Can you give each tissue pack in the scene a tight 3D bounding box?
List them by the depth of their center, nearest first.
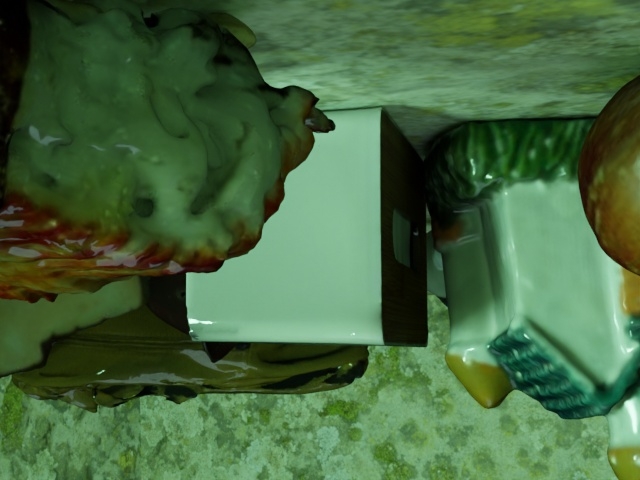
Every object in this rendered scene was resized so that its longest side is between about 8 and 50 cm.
[{"bbox_3d":[0.000,0.002,0.870,0.136,0.159,0.246,-1,175,13],"label":"tissue pack"}]

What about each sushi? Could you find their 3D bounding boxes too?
[{"bbox_3d":[-0.145,-0.053,0.441,0.332,0.129,0.124,18,164,-40],"label":"sushi"}]

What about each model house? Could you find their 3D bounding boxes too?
[{"bbox_3d":[0.220,0.058,0.878,0.272,0.300,0.190,-1,167,-7],"label":"model house"},{"bbox_3d":[-0.250,0.004,0.922,0.183,0.166,0.172,-15,-165,-22],"label":"model house"}]

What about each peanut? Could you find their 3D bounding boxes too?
[{"bbox_3d":[-0.065,-0.090,0.564,0.083,0.037,0.037,-14,168,34],"label":"peanut"}]

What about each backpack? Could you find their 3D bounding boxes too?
[{"bbox_3d":[-0.133,0.069,1.200,0.378,0.201,0.354,-7,179,-37],"label":"backpack"}]

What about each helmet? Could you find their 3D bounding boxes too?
[{"bbox_3d":[-0.110,0.016,0.987,0.106,0.175,0.155,7,150,15],"label":"helmet"}]

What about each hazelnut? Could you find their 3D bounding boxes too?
[{"bbox_3d":[0.227,-0.046,0.675,0.154,0.143,0.143,-7,177,-27],"label":"hazelnut"}]

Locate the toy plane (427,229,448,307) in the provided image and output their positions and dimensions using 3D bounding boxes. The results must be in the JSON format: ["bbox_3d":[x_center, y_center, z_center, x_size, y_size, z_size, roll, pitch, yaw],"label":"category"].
[{"bbox_3d":[0.232,0.027,1.341,0.267,0.122,0.267,1,174,0],"label":"toy plane"}]
